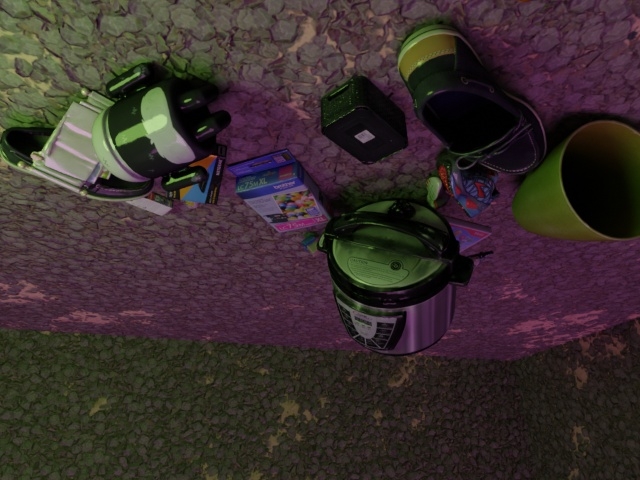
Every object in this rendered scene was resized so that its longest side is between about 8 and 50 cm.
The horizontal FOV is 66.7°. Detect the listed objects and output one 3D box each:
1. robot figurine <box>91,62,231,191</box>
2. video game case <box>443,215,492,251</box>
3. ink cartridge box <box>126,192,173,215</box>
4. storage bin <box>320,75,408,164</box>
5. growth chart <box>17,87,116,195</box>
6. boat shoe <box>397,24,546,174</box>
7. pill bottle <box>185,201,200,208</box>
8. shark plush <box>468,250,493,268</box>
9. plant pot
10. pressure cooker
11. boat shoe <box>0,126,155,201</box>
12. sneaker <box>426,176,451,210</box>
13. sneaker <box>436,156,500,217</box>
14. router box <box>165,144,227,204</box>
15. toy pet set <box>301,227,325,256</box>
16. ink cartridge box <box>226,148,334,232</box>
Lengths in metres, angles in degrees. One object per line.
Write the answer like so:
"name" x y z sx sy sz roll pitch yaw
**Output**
"robot figurine" -0.325 -0.225 0.994 0.278 0.209 0.173 -18 163 17
"video game case" 0.406 0.008 1.654 0.204 0.025 0.285 12 151 -23
"ink cartridge box" -0.486 -0.111 1.387 0.115 0.029 0.062 24 145 -38
"storage bin" 0.096 -0.254 1.055 0.122 0.084 0.180 -22 147 36
"growth chart" -0.502 -0.206 1.056 0.237 0.021 0.172 -50 134 3
"boat shoe" 0.334 -0.239 1.016 0.186 0.156 0.500 -23 147 35
"pill bottle" -0.353 -0.126 1.343 0.043 0.043 0.083 5 153 -11
"shark plush" 0.563 0.076 1.798 0.067 0.073 0.161 -2 140 -44
"plant pot" 0.619 -0.111 1.204 0.274 0.275 0.293 4 170 -10
"pressure cooker" 0.202 0.082 1.393 0.369 0.376 0.420 -19 137 -6
"boat shoe" -0.555 -0.186 1.128 0.340 0.127 0.113 21 159 -19
"sneaker" 0.331 -0.136 1.342 0.064 0.061 0.158 -19 159 1
"sneaker" 0.391 -0.162 1.265 0.125 0.104 0.262 -33 147 19
"router box" -0.314 -0.170 1.222 0.133 0.046 0.179 8 141 -15
"toy pet set" 0.000 0.000 1.615 0.114 0.065 0.122 -34 159 -11
"ink cartridge box" -0.102 -0.123 1.341 0.185 0.065 0.311 -11 150 19
